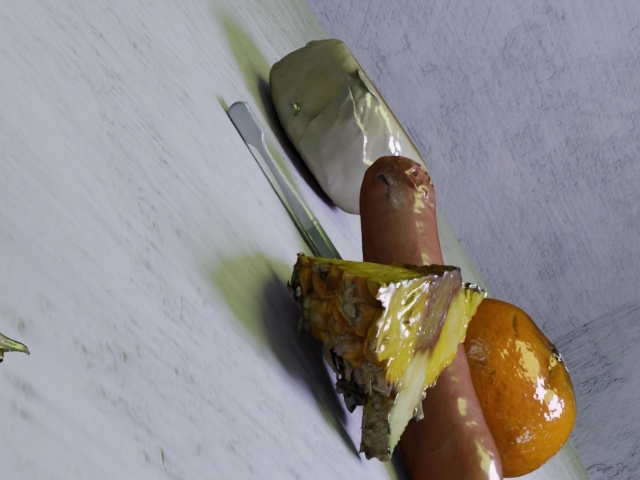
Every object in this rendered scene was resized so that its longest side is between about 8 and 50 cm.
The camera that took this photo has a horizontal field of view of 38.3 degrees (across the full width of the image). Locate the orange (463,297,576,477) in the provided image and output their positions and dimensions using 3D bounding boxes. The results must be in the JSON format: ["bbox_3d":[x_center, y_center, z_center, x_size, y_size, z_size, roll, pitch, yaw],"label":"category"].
[{"bbox_3d":[0.214,0.174,1.121,0.224,0.170,0.224,58,10,-15],"label":"orange"}]

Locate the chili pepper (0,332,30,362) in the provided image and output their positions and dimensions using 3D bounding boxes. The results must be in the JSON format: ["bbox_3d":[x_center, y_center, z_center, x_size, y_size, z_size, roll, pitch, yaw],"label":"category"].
[{"bbox_3d":[-0.154,0.006,0.271,0.178,0.027,0.045,47,13,-51],"label":"chili pepper"}]

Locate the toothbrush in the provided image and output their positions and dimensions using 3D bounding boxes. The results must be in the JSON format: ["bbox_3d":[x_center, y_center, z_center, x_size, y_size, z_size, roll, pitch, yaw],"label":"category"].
[{"bbox_3d":[0.000,0.001,0.980,0.342,0.025,0.030,58,12,-10],"label":"toothbrush"}]

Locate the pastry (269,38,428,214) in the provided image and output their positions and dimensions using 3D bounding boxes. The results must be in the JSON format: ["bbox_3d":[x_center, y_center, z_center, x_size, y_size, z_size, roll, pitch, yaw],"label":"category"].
[{"bbox_3d":[0.034,-0.149,1.218,0.265,0.133,0.265,56,11,-17],"label":"pastry"}]

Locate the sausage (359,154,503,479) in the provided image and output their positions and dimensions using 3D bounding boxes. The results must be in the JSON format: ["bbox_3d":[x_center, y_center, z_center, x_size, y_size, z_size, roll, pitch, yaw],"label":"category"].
[{"bbox_3d":[0.099,0.077,0.935,0.094,0.094,0.419,75,6,-55],"label":"sausage"}]

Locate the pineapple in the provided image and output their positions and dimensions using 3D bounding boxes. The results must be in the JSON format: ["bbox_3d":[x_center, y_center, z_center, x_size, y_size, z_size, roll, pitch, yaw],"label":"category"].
[{"bbox_3d":[0.035,0.089,0.783,0.250,0.140,0.164,-7,109,-62],"label":"pineapple"}]
